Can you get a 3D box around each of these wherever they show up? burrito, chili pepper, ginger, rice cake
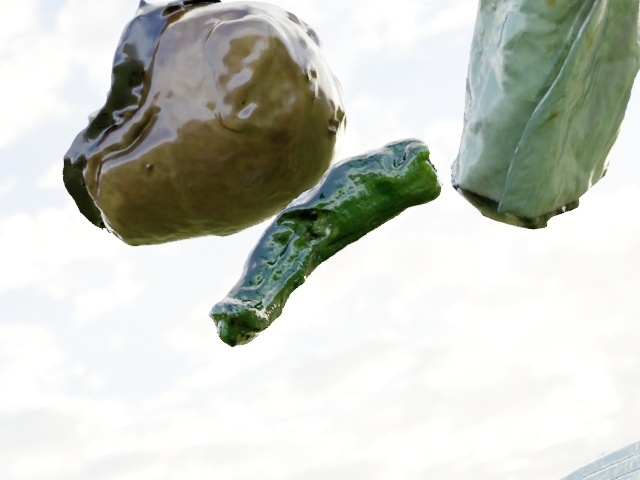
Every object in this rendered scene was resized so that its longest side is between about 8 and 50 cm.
[{"bbox_3d":[0.129,-0.125,0.922,0.144,0.089,0.229,-35,-37,-59],"label":"burrito"},{"bbox_3d":[-0.005,0.001,1.051,0.182,0.050,0.073,-43,27,-24],"label":"chili pepper"},{"bbox_3d":[-0.093,-0.103,1.732,0.223,0.269,0.200,21,1,30],"label":"ginger"},{"bbox_3d":[0.247,0.238,1.629,0.237,0.043,0.127,-34,4,33],"label":"rice cake"}]
